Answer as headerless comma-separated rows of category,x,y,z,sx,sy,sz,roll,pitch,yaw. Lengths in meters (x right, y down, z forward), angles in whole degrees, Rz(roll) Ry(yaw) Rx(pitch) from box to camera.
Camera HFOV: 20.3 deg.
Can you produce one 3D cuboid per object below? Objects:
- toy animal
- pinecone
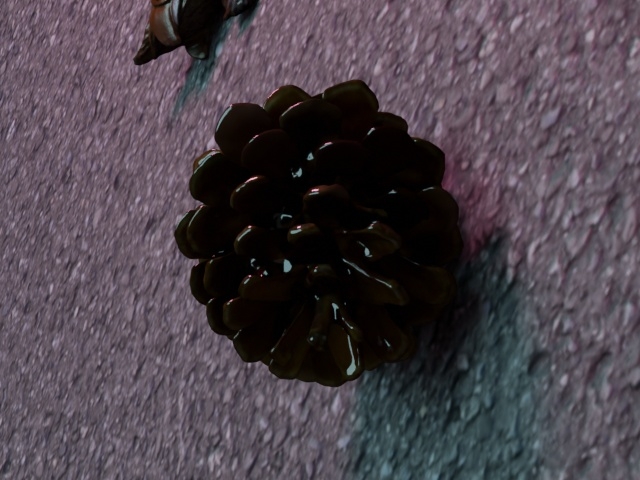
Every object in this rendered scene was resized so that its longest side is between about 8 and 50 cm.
toy animal,-0.152,-0.272,2.110,0.179,0.089,0.188,41,106,44
pinecone,0.007,0.008,1.508,0.264,0.264,0.264,-38,43,47
